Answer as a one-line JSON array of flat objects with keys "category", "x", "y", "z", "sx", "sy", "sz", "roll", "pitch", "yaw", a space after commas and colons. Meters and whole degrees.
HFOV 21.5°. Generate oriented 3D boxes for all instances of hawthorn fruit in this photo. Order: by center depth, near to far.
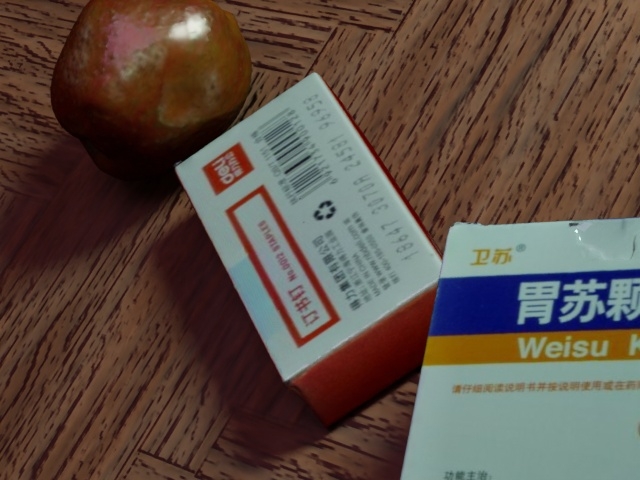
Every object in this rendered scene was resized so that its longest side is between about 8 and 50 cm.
[{"category": "hawthorn fruit", "x": -0.121, "y": -0.112, "z": 1.173, "sx": 0.133, "sy": 0.133, "sz": 0.138, "roll": 20, "pitch": 77, "yaw": 39}]

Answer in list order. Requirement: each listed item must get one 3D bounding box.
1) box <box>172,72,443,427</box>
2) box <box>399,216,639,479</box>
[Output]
[{"category": "box", "x": 0.000, "y": 0.000, "z": 1.074, "sx": 0.123, "sy": 0.050, "sz": 0.229, "roll": -35, "pitch": 47, "yaw": 4}, {"category": "box", "x": 0.148, "y": 0.135, "z": 0.846, "sx": 0.200, "sy": 0.106, "sz": 0.299, "roll": -3, "pitch": 56, "yaw": 25}]
